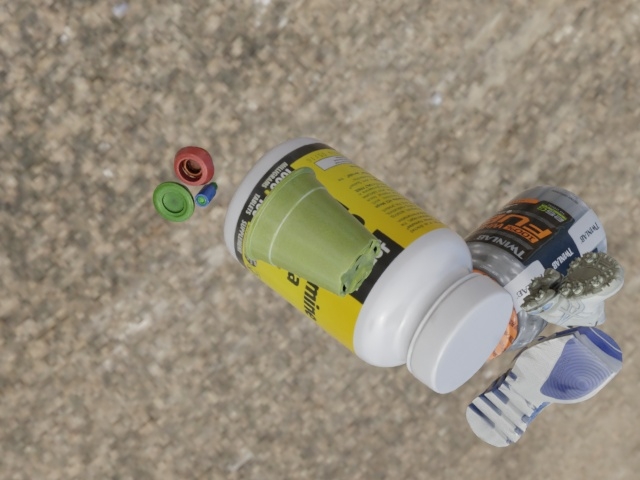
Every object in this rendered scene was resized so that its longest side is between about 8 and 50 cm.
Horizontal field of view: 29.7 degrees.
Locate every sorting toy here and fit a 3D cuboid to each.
[{"bbox_3d":[-0.147,-0.067,1.375,0.102,0.061,0.042,-55,-178,34],"label":"sorting toy"}]

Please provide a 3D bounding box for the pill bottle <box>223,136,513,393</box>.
[{"bbox_3d":[0.057,0.030,1.443,0.188,0.334,0.188,-36,147,-29],"label":"pill bottle"}]

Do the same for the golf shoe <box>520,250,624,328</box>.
[{"bbox_3d":[0.324,0.066,1.457,0.069,0.086,0.176,-60,-166,-21],"label":"golf shoe"}]

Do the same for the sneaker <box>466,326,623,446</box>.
[{"bbox_3d":[0.389,0.213,2.062,0.182,0.127,0.315,-44,179,-45],"label":"sneaker"}]

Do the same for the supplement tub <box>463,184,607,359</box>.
[{"bbox_3d":[0.314,0.053,1.948,0.316,0.193,0.193,-37,151,-44],"label":"supplement tub"}]

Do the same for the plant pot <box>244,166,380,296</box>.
[{"bbox_3d":[0.000,0.000,0.897,0.083,0.079,0.083,-47,158,-25],"label":"plant pot"}]
